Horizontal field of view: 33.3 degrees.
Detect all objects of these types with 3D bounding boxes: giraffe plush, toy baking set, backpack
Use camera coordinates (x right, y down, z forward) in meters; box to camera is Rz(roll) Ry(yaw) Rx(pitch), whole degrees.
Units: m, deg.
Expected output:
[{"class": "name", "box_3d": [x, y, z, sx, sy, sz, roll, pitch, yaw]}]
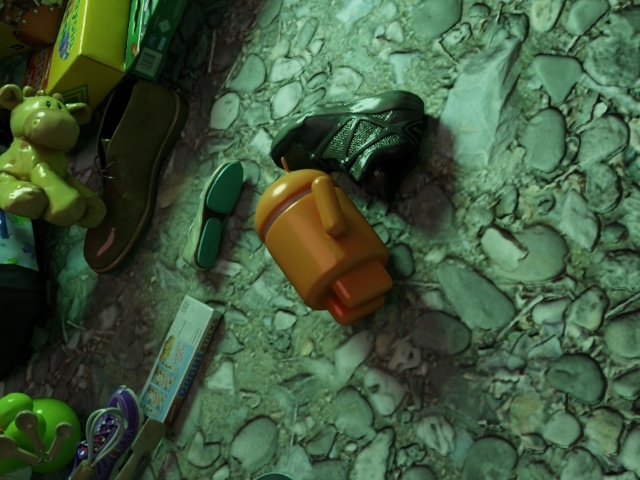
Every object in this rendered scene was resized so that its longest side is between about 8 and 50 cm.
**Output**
[{"class": "giraffe plush", "box_3d": [-0.401, -0.128, 1.547, 0.210, 0.181, 0.171, 22, 97, 27]}, {"class": "toy baking set", "box_3d": [-0.339, 0.321, 1.466, 0.030, 0.256, 0.197, -121, 31, -67]}, {"class": "backpack", "box_3d": [-0.563, 0.001, 1.694, 0.290, 0.273, 0.356, 128, 147, -46]}]

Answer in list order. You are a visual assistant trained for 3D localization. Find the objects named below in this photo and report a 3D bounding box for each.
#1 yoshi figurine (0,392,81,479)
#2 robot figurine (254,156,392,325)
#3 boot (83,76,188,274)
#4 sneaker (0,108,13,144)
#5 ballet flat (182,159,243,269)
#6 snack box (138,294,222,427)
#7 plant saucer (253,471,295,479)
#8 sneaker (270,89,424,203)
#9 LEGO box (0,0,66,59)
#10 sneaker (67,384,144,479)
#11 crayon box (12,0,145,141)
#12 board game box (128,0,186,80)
[{"class": "yoshi figurine", "box_3d": [-0.470, 0.357, 1.584, 0.362, 0.203, 0.203, -51, 12, 28]}, {"class": "robot figurine", "box_3d": [0.001, -0.001, 1.351, 0.128, 0.158, 0.219, -41, 66, 9]}, {"class": "boot", "box_3d": [-0.310, -0.101, 1.624, 0.112, 0.115, 0.305, 18, 87, 35]}, {"class": "sneaker", "box_3d": [-0.630, -0.204, 1.875, 0.234, 0.078, 0.106, -19, 61, 9]}, {"class": "ballet flat", "box_3d": [-0.161, -0.041, 1.537, 0.052, 0.057, 0.168, 15, 83, 47]}, {"class": "snack box", "box_3d": [-0.202, 0.170, 1.515, 0.064, 0.022, 0.178, 24, 89, 39]}, {"class": "plant saucer", "box_3d": [-0.056, 0.355, 1.354, 0.119, 0.021, 0.119, -12, 68, 32]}, {"class": "sneaker", "box_3d": [0.030, -0.107, 1.402, 0.227, 0.087, 0.130, -11, 62, 26]}, {"class": "LEGO box", "box_3d": [-0.674, -0.445, 1.747, 0.500, 0.372, 0.193, 1, 75, 53]}, {"class": "sneaker", "box_3d": [-0.305, 0.286, 1.511, 0.068, 0.071, 0.170, 29, 99, 35]}, {"class": "crayon box", "box_3d": [-0.373, -0.295, 1.664, 0.318, 0.081, 0.202, -36, 44, 44]}, {"class": "board game box", "box_3d": [-0.247, -0.419, 1.660, 0.213, 0.046, 0.317, 37, 105, 59]}]
